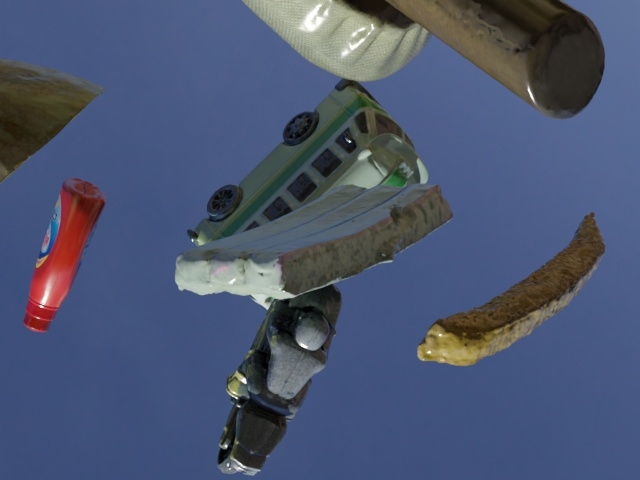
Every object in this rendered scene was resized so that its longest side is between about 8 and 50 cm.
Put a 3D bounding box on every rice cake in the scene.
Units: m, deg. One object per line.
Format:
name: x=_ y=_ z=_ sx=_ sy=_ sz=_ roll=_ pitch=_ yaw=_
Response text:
rice cake: x=0.000 y=0.000 z=1.305 sx=0.237 sy=0.127 sz=0.043 roll=-24 pitch=-72 yaw=-50

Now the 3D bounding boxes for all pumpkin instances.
pumpkin: x=-0.306 y=-0.100 z=1.495 sx=0.110 sy=0.217 sz=0.217 roll=46 pitch=-152 yaw=-7

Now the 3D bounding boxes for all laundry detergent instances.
laundry detergent: x=-0.281 y=0.018 z=1.803 sx=0.049 sy=0.165 sz=0.097 roll=20 pitch=-170 yaw=-14

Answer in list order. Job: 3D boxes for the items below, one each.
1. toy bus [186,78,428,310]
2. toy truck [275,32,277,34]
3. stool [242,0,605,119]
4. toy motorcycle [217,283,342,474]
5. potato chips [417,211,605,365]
toy bus: x=-0.003 y=-0.042 z=1.976 sx=0.133 sy=0.276 sz=0.165 roll=44 pitch=-178 yaw=-37
toy truck: x=-0.038 y=-0.294 z=1.427 sx=0.279 sy=0.156 sz=0.155 roll=40 pitch=-163 yaw=-3
stool: x=0.077 y=-0.258 z=0.942 sx=0.310 sy=0.310 sz=0.226 roll=42 pitch=170 yaw=-39
toy motorcycle: x=-0.028 y=0.093 z=1.308 sx=0.061 sy=0.124 sz=0.193 roll=27 pitch=-110 yaw=-11
potato chips: x=0.251 y=0.053 z=1.923 sx=0.080 sy=0.057 sz=0.407 roll=26 pitch=-147 yaw=25
